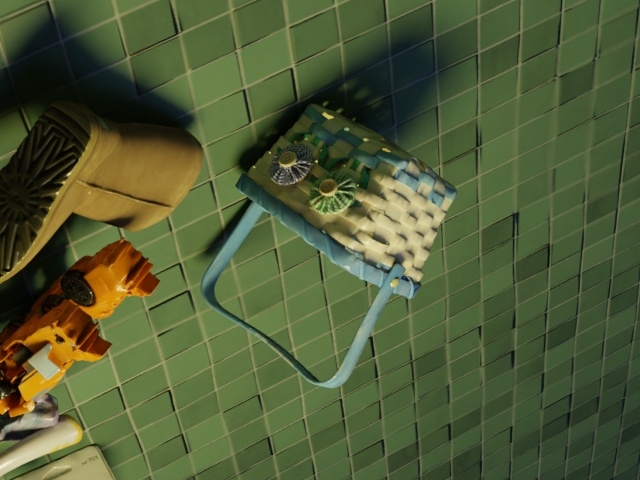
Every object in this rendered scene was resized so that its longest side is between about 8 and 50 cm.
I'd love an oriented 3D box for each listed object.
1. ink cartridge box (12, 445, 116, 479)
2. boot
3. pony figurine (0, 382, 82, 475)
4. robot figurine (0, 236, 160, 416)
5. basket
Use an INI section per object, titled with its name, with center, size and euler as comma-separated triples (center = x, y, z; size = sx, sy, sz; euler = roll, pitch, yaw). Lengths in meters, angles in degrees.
[ink cartridge box]
center = -0.349, 0.388, 2.234
size = 0.139, 0.082, 0.191
euler = -23, 146, -18
[boot]
center = -0.253, -0.035, 1.715
size = 0.236, 0.089, 0.269
euler = -47, 163, 9
[pony figurine]
center = -0.464, 0.311, 1.911
size = 0.363, 0.303, 0.351
euler = -30, 158, -35
[robot figurine]
center = -0.301, 0.110, 1.799
size = 0.291, 0.085, 0.211
euler = -35, -164, 51
[basket]
center = 0.000, 0.000, 1.916
size = 0.201, 0.255, 0.289
euler = 18, 101, -52
